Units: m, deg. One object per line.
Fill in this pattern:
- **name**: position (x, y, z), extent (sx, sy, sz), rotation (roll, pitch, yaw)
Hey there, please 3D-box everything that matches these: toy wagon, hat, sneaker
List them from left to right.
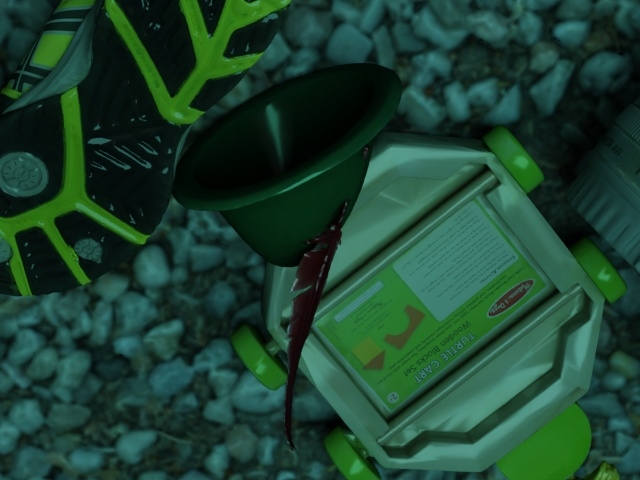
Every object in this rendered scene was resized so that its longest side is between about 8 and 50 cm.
- **sneaker**: position (-0.145, -0.108, 1.406), extent (0.145, 0.147, 0.385), rotation (34, 118, -22)
- **hat**: position (0.000, 0.000, 1.444), extent (0.208, 0.173, 0.183), rotation (-32, 116, -10)
- **toy wagon**: position (0.108, 0.082, 1.545), extent (0.267, 0.068, 0.344), rotation (-38, 111, 5)

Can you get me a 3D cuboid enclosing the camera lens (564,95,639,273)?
- **camera lens**: position (0.345, -0.064, 1.454), extent (0.219, 0.219, 0.274), rotation (40, 98, -20)
